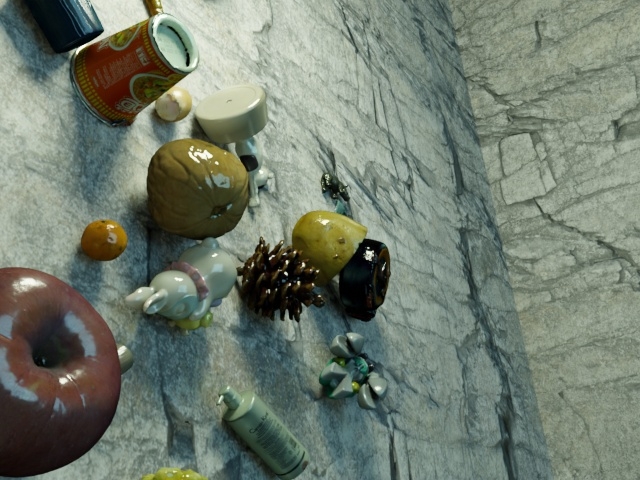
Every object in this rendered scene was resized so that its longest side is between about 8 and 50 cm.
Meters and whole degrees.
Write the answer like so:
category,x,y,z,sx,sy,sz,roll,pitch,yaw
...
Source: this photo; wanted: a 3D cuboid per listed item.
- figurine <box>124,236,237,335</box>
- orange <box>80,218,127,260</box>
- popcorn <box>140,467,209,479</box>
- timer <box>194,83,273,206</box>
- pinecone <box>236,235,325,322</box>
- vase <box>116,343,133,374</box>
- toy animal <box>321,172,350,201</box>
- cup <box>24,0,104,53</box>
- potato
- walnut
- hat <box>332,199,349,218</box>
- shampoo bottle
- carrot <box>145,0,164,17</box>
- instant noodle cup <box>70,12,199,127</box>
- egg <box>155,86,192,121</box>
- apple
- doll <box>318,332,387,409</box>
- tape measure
category,x,y,z,sx,sy,sz,roll,pitch,yaw
figurine,-0.277,0.110,1.464,0.235,0.127,0.155,-40,151,-44
orange,-0.400,0.000,1.368,0.083,0.084,0.083,36,44,-44
popcorn,-0.235,0.508,1.236,0.255,0.195,0.256,17,58,-65
timer,-0.184,-0.230,1.830,0.175,0.175,0.265,-70,150,-48
pinecone,-0.090,0.098,1.724,0.212,0.169,0.185,29,67,-24
vase,-0.380,0.225,1.295,0.101,0.053,0.053,-35,102,-55
toy animal,0.050,-0.158,2.229,0.136,0.047,0.065,29,40,-41
cup,-0.492,-0.458,1.456,0.150,0.114,0.138,-38,108,-40
potato,0.000,0.000,1.950,0.158,0.203,0.178,37,12,-13
walnut,-0.261,-0.108,1.541,0.228,0.228,0.227,36,44,-44
hat,0.039,-0.029,2.112,0.190,0.078,0.138,69,32,-41
shampoo bottle,-0.128,0.398,1.566,0.262,0.085,0.085,53,34,-25
carrot,-0.405,-0.596,1.766,0.042,0.042,0.170,-16,88,-60
instant noodle cup,-0.366,-0.356,1.509,0.193,0.212,0.193,35,45,-45
egg,-0.331,-0.310,1.674,0.080,0.080,0.096,58,16,-18
apple,-0.434,0.189,1.049,0.306,0.235,0.305,38,40,-40
doll,0.081,0.320,1.900,0.195,0.153,0.258,46,18,-15
tape measure,0.126,0.099,2.050,0.222,0.135,0.202,71,32,-57
